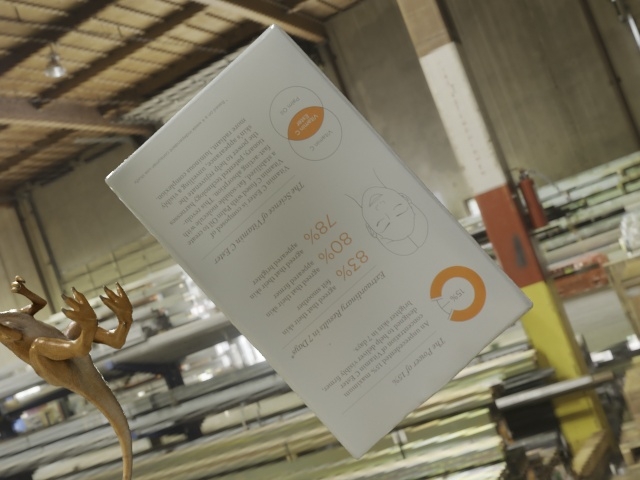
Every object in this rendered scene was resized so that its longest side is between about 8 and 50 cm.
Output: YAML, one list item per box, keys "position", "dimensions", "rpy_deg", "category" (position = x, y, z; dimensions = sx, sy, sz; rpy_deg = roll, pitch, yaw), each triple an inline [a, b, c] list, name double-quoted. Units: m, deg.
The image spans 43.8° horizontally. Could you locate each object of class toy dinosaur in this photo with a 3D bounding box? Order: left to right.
- position: [-0.179, 0.087, 0.570]
  dimensions: [0.112, 0.211, 0.064]
  rpy_deg: [-43, 13, 21]
  category: "toy dinosaur"

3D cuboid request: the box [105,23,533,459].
- position: [0.000, 0.000, 0.786]
  dimensions: [0.215, 0.345, 0.168]
  rpy_deg: [-42, 0, 2]
  category: "box"
